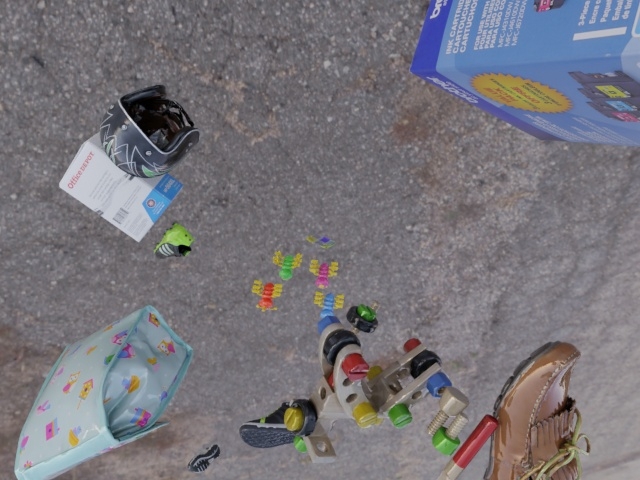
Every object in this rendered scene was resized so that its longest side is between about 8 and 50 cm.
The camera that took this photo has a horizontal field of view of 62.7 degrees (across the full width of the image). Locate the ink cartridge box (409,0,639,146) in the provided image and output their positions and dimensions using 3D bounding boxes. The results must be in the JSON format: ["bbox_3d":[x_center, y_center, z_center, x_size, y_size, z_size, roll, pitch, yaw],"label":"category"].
[{"bbox_3d":[0.291,-0.206,0.563,0.270,0.395,0.151,15,97,-31],"label":"ink cartridge box"}]

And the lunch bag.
[{"bbox_3d":[-0.363,0.267,0.878,0.223,0.262,0.160,-27,116,19],"label":"lunch bag"}]

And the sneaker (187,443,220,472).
[{"bbox_3d":[-0.289,0.534,1.276,0.044,0.040,0.109,-25,172,22],"label":"sneaker"}]

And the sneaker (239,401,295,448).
[{"bbox_3d":[-0.103,0.473,1.368,0.235,0.097,0.084,7,125,-26],"label":"sneaker"}]

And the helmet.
[{"bbox_3d":[-0.328,-0.196,0.986,0.161,0.169,0.169,-38,157,-29],"label":"helmet"}]

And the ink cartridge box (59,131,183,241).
[{"bbox_3d":[-0.426,-0.118,1.130,0.203,0.086,0.148,39,121,-16],"label":"ink cartridge box"}]

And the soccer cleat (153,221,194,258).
[{"bbox_3d":[-0.353,0.017,1.265,0.072,0.060,0.179,44,146,-6],"label":"soccer cleat"}]

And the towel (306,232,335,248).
[{"bbox_3d":[0.000,0.000,1.684,0.060,0.083,0.009,-25,133,-46],"label":"towel"}]

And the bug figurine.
[{"bbox_3d":[-0.059,0.144,1.623,0.279,0.216,0.072,10,148,7],"label":"bug figurine"}]

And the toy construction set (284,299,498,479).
[{"bbox_3d":[0.089,0.283,0.856,0.257,0.309,0.237,7,117,-58],"label":"toy construction set"}]

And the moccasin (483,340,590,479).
[{"bbox_3d":[0.336,0.329,0.804,0.139,0.147,0.380,-7,113,-40],"label":"moccasin"}]
